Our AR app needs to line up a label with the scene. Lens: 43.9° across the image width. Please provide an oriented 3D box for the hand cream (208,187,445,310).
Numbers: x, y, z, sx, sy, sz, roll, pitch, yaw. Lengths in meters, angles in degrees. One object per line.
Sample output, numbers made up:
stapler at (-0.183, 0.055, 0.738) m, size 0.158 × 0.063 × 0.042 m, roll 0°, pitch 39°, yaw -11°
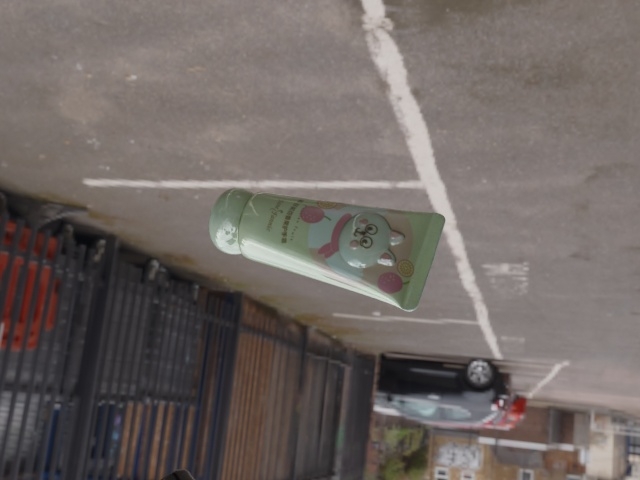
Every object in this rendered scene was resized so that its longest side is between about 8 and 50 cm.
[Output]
hand cream at (0.000, 0.000, 1.053) m, size 0.306 × 0.147 × 0.093 m, roll 12°, pitch 151°, yaw 18°

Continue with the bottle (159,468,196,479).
bottle at (-0.124, 0.395, 0.984) m, size 0.244 × 0.082 × 0.072 m, roll 38°, pitch -157°, yaw 32°
